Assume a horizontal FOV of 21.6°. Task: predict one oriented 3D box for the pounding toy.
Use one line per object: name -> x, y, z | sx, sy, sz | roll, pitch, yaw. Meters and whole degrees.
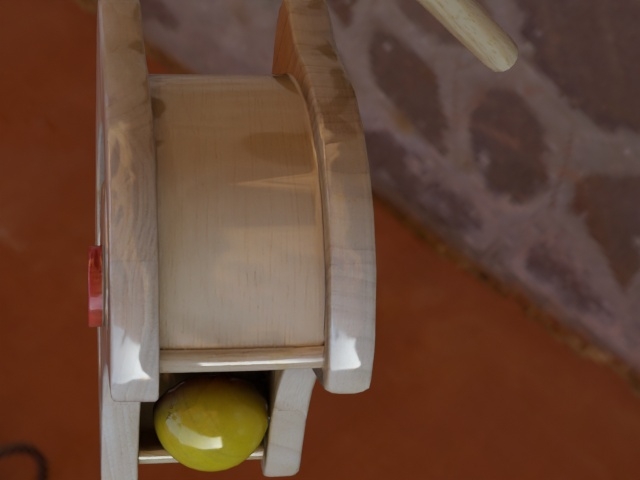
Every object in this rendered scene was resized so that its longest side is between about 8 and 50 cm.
pounding toy -> 0.000, 0.000, 0.562 | 0.269, 0.155, 0.154 | 101, 165, -54
